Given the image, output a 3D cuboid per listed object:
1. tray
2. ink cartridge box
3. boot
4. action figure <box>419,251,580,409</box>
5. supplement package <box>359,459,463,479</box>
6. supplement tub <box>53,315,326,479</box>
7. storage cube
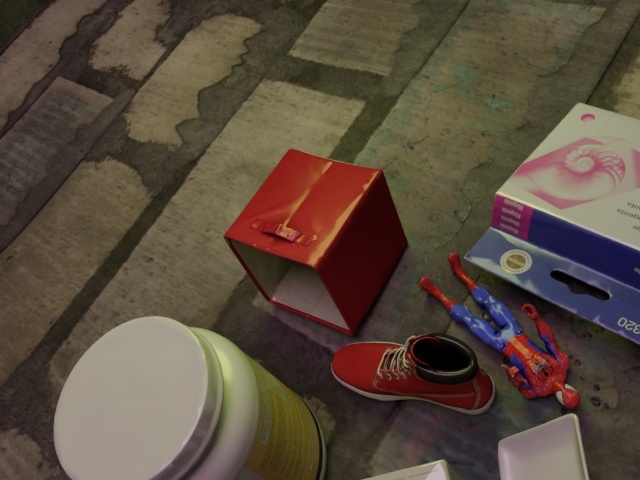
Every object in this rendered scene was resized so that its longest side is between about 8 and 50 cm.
[{"bbox_3d":[0.275,0.350,0.756,0.145,0.030,0.270,132,147,-50],"label":"tray"},{"bbox_3d":[0.423,-0.037,0.910,0.324,0.071,0.330,28,61,35],"label":"ink cartridge box"},{"bbox_3d":[0.105,0.163,0.901,0.244,0.176,0.088,5,64,29],"label":"boot"},{"bbox_3d":[0.242,0.114,0.898,0.091,0.139,0.280,-41,54,-2],"label":"action figure"},{"bbox_3d":[0.111,0.426,0.727,0.175,0.177,0.293,-19,54,13],"label":"supplement package"},{"bbox_3d":[-0.154,0.259,0.861,0.241,0.331,0.241,-12,55,18],"label":"supplement tub"},{"bbox_3d":[0.000,0.000,1.038,0.184,0.215,0.193,17,62,33],"label":"storage cube"}]
